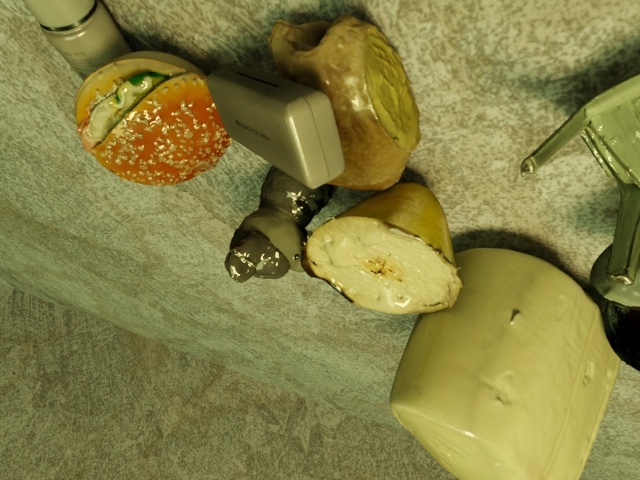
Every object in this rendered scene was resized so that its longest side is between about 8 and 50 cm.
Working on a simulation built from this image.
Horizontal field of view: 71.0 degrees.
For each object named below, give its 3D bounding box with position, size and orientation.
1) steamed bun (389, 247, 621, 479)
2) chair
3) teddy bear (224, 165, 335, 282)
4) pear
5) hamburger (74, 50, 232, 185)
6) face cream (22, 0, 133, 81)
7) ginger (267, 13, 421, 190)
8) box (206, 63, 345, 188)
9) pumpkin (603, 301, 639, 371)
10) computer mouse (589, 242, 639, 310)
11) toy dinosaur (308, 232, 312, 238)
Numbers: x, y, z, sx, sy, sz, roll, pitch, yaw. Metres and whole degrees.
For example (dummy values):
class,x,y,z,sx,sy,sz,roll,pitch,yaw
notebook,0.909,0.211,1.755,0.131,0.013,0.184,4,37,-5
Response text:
class,x,y,z,sx,sy,sz,roll,pitch,yaw
steamed bun,0.318,0.254,0.826,0.290,0.371,0.456,8,151,51
chair,0.366,-0.088,0.449,0.203,0.275,0.190,-22,104,51
teddy bear,-0.071,-0.015,0.802,0.144,0.250,0.171,30,162,-11
pear,0.118,-0.003,0.727,0.267,0.178,0.266,20,146,14
hamburger,-0.241,-0.173,0.677,0.237,0.147,0.236,-14,148,-9
face cream,-0.334,-0.271,0.697,0.143,0.089,0.314,13,156,13
ginger,0.022,-0.164,0.597,0.221,0.130,0.275,-3,138,46
box,-0.063,-0.148,0.547,0.244,0.055,0.103,37,153,48
pumpkin,0.568,0.130,0.680,0.233,0.162,0.233,11,148,7
computer mouse,0.501,0.001,0.487,0.374,0.203,0.114,-11,95,39
toy dinosaur,0.001,0.000,0.964,0.120,0.029,0.060,11,159,18
